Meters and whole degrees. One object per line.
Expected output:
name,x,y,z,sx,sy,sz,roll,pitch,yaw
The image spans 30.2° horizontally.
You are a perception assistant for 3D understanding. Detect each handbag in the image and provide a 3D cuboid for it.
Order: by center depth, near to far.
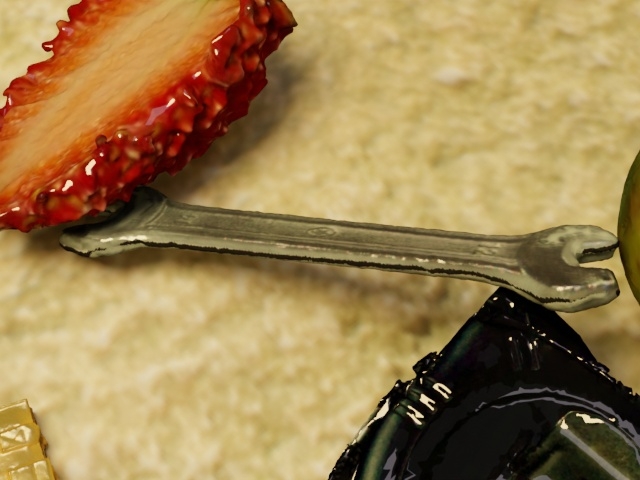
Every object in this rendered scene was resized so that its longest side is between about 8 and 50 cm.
handbag,-0.157,0.122,0.574,0.061,0.027,0.083,-18,62,-11

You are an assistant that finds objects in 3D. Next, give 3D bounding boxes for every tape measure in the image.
tape measure,0.101,0.135,0.533,0.199,0.112,0.186,36,67,18

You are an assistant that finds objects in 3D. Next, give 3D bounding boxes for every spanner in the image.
spanner,0.000,0.000,0.593,0.302,0.017,0.071,5,31,24

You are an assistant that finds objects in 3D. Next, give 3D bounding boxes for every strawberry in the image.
strawberry,-0.111,-0.080,0.667,0.208,0.087,0.167,-45,45,-7

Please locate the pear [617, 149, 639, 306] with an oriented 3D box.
pear,0.276,0.017,0.528,0.282,0.286,0.176,16,81,6
